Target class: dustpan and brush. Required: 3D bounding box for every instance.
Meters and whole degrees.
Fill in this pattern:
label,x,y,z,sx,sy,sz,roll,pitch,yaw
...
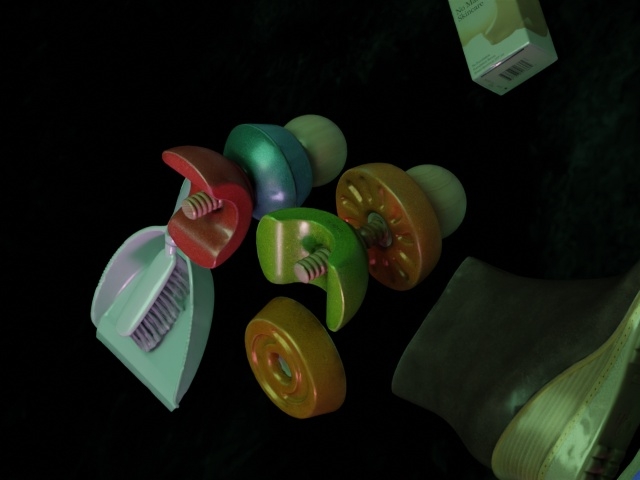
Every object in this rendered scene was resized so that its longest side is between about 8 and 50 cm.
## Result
label,x,y,z,sx,sy,sz,roll,pitch,yaw
dustpan and brush,-0.130,0.021,1.624,0.147,0.060,0.211,39,102,43

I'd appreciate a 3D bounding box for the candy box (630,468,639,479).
label,x,y,z,sx,sy,sz,roll,pitch,yaw
candy box,0.345,0.197,0.962,0.268,0.317,0.122,41,103,42

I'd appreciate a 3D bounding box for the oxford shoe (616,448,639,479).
label,x,y,z,sx,sy,sz,roll,pitch,yaw
oxford shoe,0.287,0.081,1.192,0.348,0.123,0.130,-56,45,12

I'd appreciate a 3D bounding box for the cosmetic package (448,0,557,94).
label,x,y,z,sx,sy,sz,roll,pitch,yaw
cosmetic package,0.137,-0.178,1.470,0.060,0.041,0.115,-34,55,29

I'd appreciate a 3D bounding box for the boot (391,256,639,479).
label,x,y,z,sx,sy,sz,roll,pitch,yaw
boot,0.168,0.047,1.331,0.207,0.090,0.248,34,94,47

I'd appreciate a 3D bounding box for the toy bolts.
label,x,y,z,sx,sy,sz,roll,pitch,yaw
toy bolts,0.000,0.000,1.502,0.228,0.158,0.218,40,143,32
